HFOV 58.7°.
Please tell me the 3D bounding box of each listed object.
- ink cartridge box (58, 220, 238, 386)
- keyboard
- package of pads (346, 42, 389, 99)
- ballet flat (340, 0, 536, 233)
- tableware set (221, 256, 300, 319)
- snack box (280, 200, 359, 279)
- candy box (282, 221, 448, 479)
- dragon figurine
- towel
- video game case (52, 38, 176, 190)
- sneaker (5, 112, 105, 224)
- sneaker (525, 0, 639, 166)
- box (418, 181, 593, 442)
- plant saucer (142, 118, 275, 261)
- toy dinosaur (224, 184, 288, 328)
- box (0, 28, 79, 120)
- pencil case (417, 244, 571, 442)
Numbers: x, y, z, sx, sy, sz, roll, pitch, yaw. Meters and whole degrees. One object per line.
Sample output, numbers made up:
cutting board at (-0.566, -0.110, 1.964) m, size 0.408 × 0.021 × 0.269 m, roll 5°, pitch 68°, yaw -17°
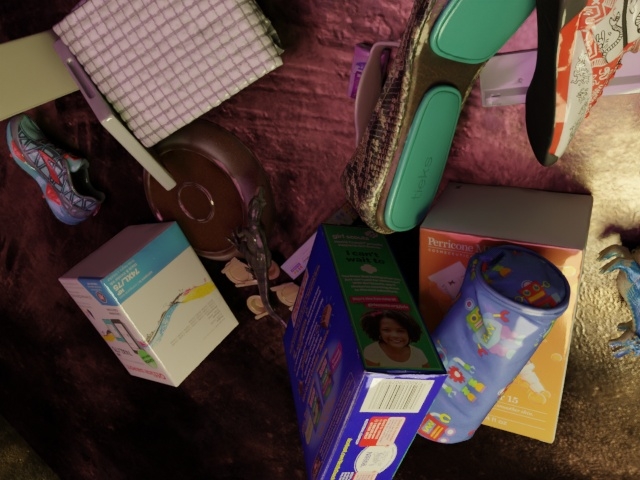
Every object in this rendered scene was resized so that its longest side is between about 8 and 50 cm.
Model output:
ink cartridge box at (-0.349, 0.128, 1.183) m, size 0.198 × 0.197 × 0.270 m, roll -3°, pitch 123°, yaw 44°
keyboard at (0.338, -0.222, 0.747) m, size 0.255 × 0.014 × 0.072 m, roll 1°, pitch 113°, yaw 28°
package of pads at (0.071, -0.252, 0.860) m, size 0.050 × 0.032 × 0.083 m, roll 23°, pitch 127°, yaw 18°
ballet flat at (0.139, -0.240, 0.745) m, size 0.182 × 0.164 × 0.483 m, roll 47°, pitch 126°, yaw 36°
tableware set at (-0.115, 0.093, 1.162) m, size 0.141 × 0.020 × 0.169 m, roll -21°, pitch 116°, yaw 32°
snack box at (0.000, 0.000, 1.009) m, size 0.037 × 0.100 × 0.141 m, roll 44°, pitch 129°, yaw -2°
candy box at (0.043, 0.170, 0.858) m, size 0.122 × 0.317 × 0.268 m, roll 6°, pitch 125°, yaw -18°
dragon figurine at (0.483, 0.037, 0.769) m, size 0.144 × 0.085 × 0.289 m, roll 40°, pitch 117°, yaw 1°
towel at (-0.220, -0.310, 0.872) m, size 0.283 × 0.121 × 0.235 m, roll -28°, pitch 108°, yaw 17°
video game case at (-0.349, -0.211, 0.985) m, size 0.206 × 0.026 × 0.227 m, roll 53°, pitch 176°, yaw 25°
sneaker at (-0.562, -0.169, 1.236) m, size 0.125 × 0.104 × 0.262 m, roll -22°, pitch 111°, yaw 18°
sneaker at (0.335, -0.211, 0.685) m, size 0.144 × 0.090 × 0.270 m, roll -13°, pitch 134°, yaw 1°
box at (0.276, 0.106, 0.878) m, size 0.214 × 0.168 × 0.346 m, roll 9°, pitch 122°, yaw 24°
plant saucer at (-0.235, -0.083, 1.123) m, size 0.310 × 0.050 × 0.311 m, roll 15°, pitch 125°, yaw 22°
toy dinosaur at (-0.116, 0.033, 1.042) m, size 0.118 × 0.064 × 0.268 m, roll 15°, pitch 120°, yaw 59°
box at (-0.496, -0.295, 0.988) m, size 0.094 × 0.275 × 0.113 m, roll -1°, pitch 118°, yaw 31°
pencil case at (0.202, 0.144, 0.757) m, size 0.133 × 0.119 × 0.306 m, roll 37°, pitch 131°, yaw 22°
